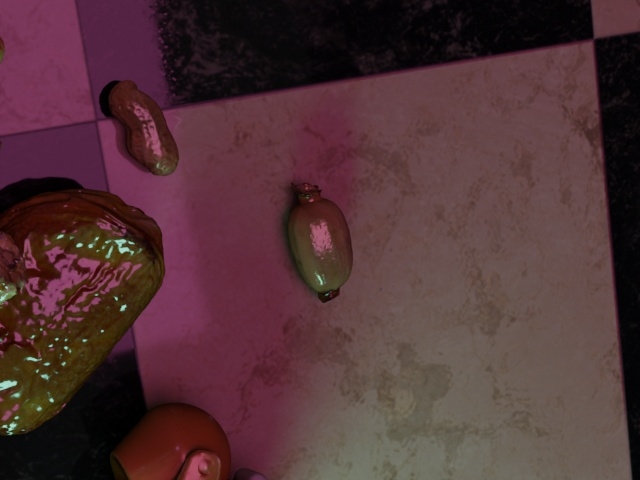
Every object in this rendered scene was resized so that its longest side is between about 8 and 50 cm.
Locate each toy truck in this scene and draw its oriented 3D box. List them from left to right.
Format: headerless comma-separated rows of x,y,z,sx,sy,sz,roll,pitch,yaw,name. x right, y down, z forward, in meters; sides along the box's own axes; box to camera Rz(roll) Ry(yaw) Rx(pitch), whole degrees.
-0.119,0.313,1.238,0.264,0.189,0.239,19,81,-25,toy truck

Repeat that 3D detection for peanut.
-0.191,-0.121,1.214,0.054,0.054,0.113,-31,106,-17,peanut

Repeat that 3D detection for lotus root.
0.000,0.000,1.309,0.073,0.062,0.150,-19,106,-21,lotus root

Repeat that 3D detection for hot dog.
-0.281,0.064,1.159,0.196,0.122,0.272,38,89,-27,hot dog

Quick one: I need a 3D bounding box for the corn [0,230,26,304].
-0.392,0.050,1.080,0.237,0.079,0.080,-17,108,20,corn

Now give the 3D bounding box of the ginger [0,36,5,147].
-0.432,-0.168,1.030,0.236,0.166,0.376,-17,118,12,ginger
